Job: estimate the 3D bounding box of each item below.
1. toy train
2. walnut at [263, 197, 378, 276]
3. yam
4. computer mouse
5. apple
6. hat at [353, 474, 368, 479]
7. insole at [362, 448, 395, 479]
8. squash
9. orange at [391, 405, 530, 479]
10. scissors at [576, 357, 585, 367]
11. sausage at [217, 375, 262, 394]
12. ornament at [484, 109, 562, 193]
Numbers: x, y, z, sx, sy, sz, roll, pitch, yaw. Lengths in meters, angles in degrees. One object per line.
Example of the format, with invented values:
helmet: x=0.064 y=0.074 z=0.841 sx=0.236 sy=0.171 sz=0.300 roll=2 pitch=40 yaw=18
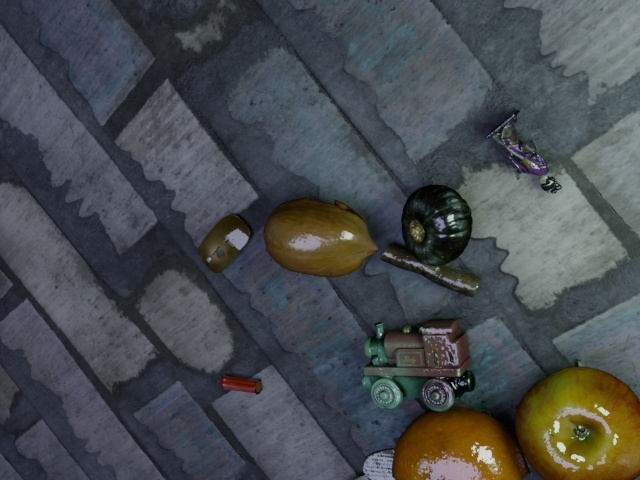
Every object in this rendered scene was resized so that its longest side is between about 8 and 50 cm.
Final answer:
toy train: x=0.243 y=0.316 z=1.755 sx=0.304 sy=0.150 sz=0.221 roll=-6 pitch=95 yaw=27
walnut: x=0.000 y=0.000 z=1.711 sx=0.297 sy=0.203 sz=0.203 roll=15 pitch=114 yaw=15
yam: x=0.272 y=0.070 z=1.692 sx=0.253 sy=0.061 sz=0.061 roll=22 pitch=116 yaw=16
computer mouse: x=-0.276 y=0.012 z=1.921 sx=0.102 sy=0.045 sz=0.199 roll=48 pitch=119 yaw=4
apple: x=0.591 y=0.439 z=1.541 sx=0.301 sy=0.301 sz=0.302 roll=8 pitch=111 yaw=21
hat: x=0.176 y=0.806 z=1.963 sx=0.252 sy=0.252 sz=0.110 roll=9 pitch=154 yaw=21
insole: x=0.281 y=0.647 z=1.906 sx=0.348 sy=0.009 sz=0.119 roll=-2 pitch=90 yaw=23
squash: x=0.272 y=-0.035 z=1.594 sx=0.193 sy=0.156 sz=0.193 roll=-20 pitch=66 yaw=55
orange: x=0.337 y=0.541 z=1.719 sx=0.310 sy=0.274 sz=0.274 roll=-40 pitch=90 yaw=25
scissors: x=0.654 y=0.378 z=1.655 sx=0.110 sy=0.021 sz=0.212 roll=-11 pitch=103 yaw=30
sausage: x=-0.249 y=0.437 z=2.061 sx=0.145 sy=0.050 sz=0.048 roll=2 pitch=150 yaw=23
ornament: x=0.451 y=-0.180 z=1.509 sx=0.081 sy=0.088 sz=0.203 roll=-31 pitch=96 yaw=31
